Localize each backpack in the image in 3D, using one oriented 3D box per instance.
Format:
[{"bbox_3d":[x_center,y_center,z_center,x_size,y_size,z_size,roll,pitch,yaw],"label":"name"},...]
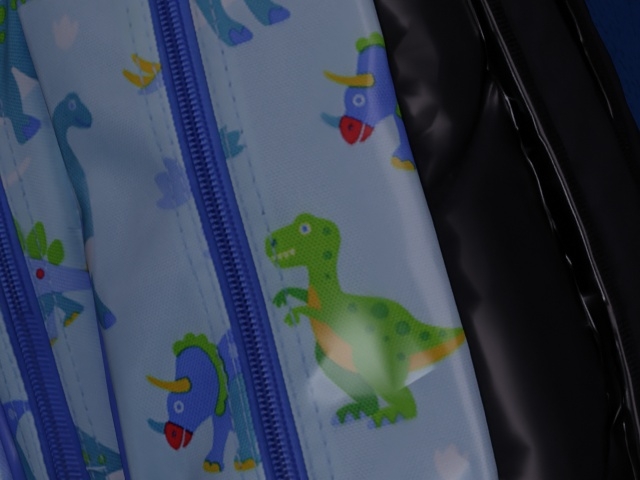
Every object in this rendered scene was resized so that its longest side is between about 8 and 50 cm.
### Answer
[{"bbox_3d":[0.000,0.000,0.616,0.290,0.273,0.356,-16,101,-67],"label":"backpack"}]
